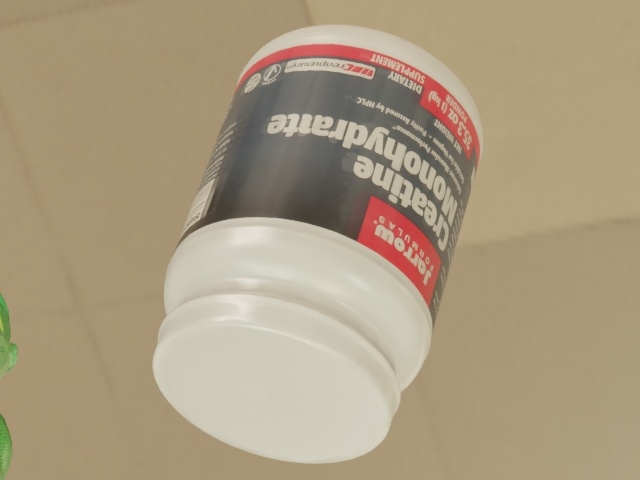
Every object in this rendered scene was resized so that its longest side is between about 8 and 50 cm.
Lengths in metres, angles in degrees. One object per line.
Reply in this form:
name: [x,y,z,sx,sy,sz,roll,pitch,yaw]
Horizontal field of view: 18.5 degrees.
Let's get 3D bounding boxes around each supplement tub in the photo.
supplement tub: [0.000,0.000,1.400,0.191,0.272,0.191,12,145,8]

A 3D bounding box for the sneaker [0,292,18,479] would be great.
sneaker: [-0.195,0.049,0.872,0.123,0.295,0.109,-41,111,-16]
